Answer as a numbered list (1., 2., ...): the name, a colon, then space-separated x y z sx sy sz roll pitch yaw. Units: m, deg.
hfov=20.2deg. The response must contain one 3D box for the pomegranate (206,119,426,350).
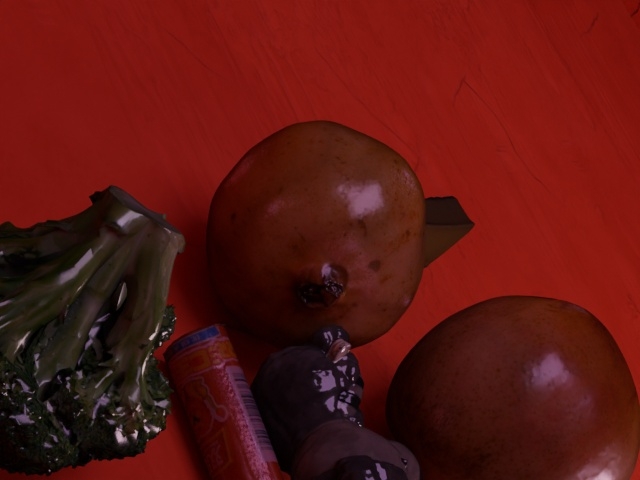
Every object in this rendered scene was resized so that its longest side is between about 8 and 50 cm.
1. pomegranate: 0.000 0.000 1.975 0.264 0.264 0.264 36 34 -29

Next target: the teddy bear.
1. teddy bear: 0.018 0.235 1.857 0.144 0.171 0.251 1 46 -32

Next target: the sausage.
1. sausage: -0.082 0.220 1.817 0.074 0.074 0.274 7 53 -52

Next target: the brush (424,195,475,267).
1. brush: 0.100 -0.004 2.267 0.197 0.123 0.059 -2 57 -57

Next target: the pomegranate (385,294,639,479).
1. pomegranate: 0.209 0.210 2.054 0.319 0.319 0.319 36 34 -29

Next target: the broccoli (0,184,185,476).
1. broccoli: -0.245 0.067 1.567 0.308 0.275 0.308 38 5 -4
